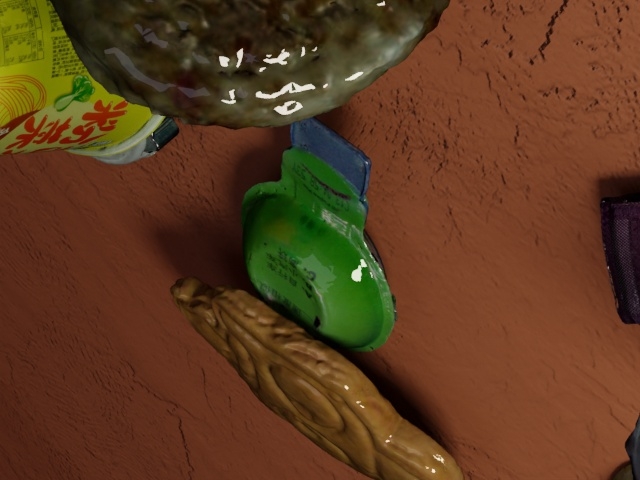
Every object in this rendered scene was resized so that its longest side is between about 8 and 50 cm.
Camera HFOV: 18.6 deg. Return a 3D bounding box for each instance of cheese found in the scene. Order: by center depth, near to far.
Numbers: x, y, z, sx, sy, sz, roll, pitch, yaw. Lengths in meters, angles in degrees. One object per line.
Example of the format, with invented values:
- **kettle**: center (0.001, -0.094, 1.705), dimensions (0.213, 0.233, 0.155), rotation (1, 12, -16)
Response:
- **cheese**: center (0.000, 0.000, 1.883), dimensions (0.204, 0.083, 0.320), rotation (38, 146, 21)

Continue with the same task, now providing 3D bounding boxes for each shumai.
- **shumai**: center (-0.048, -0.244, 1.550), dimensions (0.395, 0.395, 0.348), rotation (44, 170, 9)

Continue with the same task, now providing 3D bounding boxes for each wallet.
- **wallet**: center (0.297, 0.012, 1.567), dimensions (0.166, 0.030, 0.111), rotation (-7, 91, 49)

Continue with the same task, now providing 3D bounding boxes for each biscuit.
- **biscuit**: center (-0.010, 0.156, 1.994), dimensions (0.376, 0.051, 0.269), rotation (35, 163, 19)

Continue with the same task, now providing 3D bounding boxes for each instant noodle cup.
- **instant noodle cup**: center (-0.309, -0.206, 1.841), dimensions (0.311, 0.221, 0.311), rotation (12, 110, 38)

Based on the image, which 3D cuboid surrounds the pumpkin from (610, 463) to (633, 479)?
- **pumpkin**: center (0.333, 0.321, 1.797), dimensions (0.217, 0.110, 0.217), rotation (26, 141, 23)

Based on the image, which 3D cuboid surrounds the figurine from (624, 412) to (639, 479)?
- **figurine**: center (0.386, 0.270, 1.516), dimensions (0.388, 0.248, 0.277), rotation (47, -175, -39)

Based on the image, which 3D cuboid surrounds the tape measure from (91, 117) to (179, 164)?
- **tape measure**: center (-0.286, -0.176, 2.042), dimensions (0.330, 0.084, 0.164), rotation (20, 131, 34)
